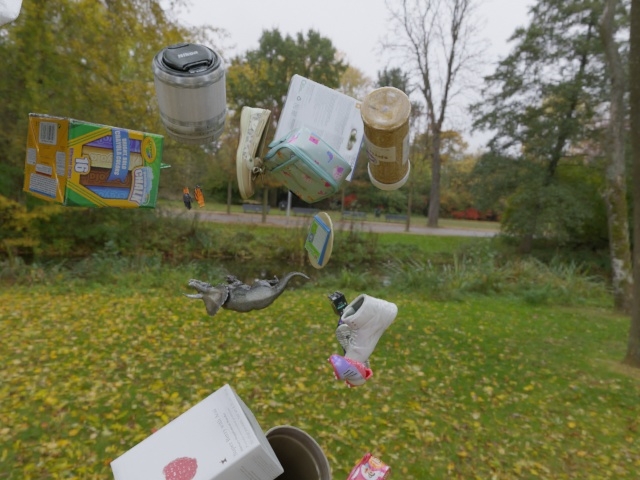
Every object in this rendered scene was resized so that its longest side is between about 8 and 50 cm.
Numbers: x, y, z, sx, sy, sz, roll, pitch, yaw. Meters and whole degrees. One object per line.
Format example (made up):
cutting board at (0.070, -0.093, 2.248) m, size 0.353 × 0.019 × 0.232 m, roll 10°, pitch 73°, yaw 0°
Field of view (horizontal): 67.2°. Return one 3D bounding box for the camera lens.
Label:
camera lens at (-0.419, -0.478, 1.566) m, size 0.220 × 0.274 × 0.219 m, roll 4°, pitch 49°, yaw -5°

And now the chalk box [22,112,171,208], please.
chalk box at (-0.490, -0.173, 1.114) m, size 0.180 × 0.179 × 0.289 m, roll 14°, pitch 9°, yaw 33°

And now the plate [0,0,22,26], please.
plate at (-0.633, -0.401, 0.812) m, size 0.278 × 0.277 × 0.045 m, roll -21°, pitch -37°, yaw 3°

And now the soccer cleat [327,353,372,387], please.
soccer cleat at (0.096, 0.411, 1.551) m, size 0.095 × 0.083 × 0.248 m, roll -28°, pitch -36°, yaw 4°

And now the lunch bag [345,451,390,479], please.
lunch bag at (0.142, 0.928, 1.731) m, size 0.120 × 0.293 × 0.258 m, roll 28°, pitch -27°, yaw 25°

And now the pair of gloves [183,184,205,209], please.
pair of gloves at (-0.417, -0.140, 1.577) m, size 0.083 × 0.074 × 0.010 m, roll -7°, pitch 8°, yaw 26°

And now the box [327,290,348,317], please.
box at (0.074, 0.254, 1.928) m, size 0.052 × 0.083 × 0.062 m, roll -29°, pitch 19°, yaw -17°

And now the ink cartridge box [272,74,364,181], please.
ink cartridge box at (0.001, -0.422, 1.855) m, size 0.331 × 0.323 × 0.071 m, roll 18°, pitch -6°, yaw -17°

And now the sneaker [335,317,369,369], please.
sneaker at (0.138, 0.423, 2.001) m, size 0.102 × 0.293 × 0.146 m, roll -11°, pitch 29°, yaw 8°

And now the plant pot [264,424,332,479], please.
plant pot at (-0.168, 0.920, 1.829) m, size 0.323 × 0.280 × 0.323 m, roll 31°, pitch 27°, yaw -18°

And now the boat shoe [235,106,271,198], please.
boat shoe at (-0.202, -0.266, 1.458) m, size 0.090 × 0.284 × 0.104 m, roll 3°, pitch -4°, yaw -1°

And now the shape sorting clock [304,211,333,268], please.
shape sorting clock at (0.000, 0.000, 1.746) m, size 0.041 × 0.206 × 0.206 m, roll 9°, pitch 2°, yaw -27°

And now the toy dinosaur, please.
toy dinosaur at (-0.185, 0.148, 1.274) m, size 0.314 × 0.120 × 0.160 m, roll 1°, pitch 12°, yaw -2°

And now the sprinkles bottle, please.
sprinkles bottle at (0.178, -0.256, 1.280) m, size 0.122 × 0.121 × 0.355 m, roll 5°, pitch -17°, yaw 11°

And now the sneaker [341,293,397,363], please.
sneaker at (0.126, 0.318, 1.720) m, size 0.169 × 0.292 × 0.108 m, roll 24°, pitch 15°, yaw -25°

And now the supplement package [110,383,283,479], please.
supplement package at (-0.265, 0.497, 1.055) m, size 0.293 × 0.175 × 0.177 m, roll -33°, pitch 47°, yaw -13°

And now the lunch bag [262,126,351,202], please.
lunch bag at (-0.054, -0.222, 1.444) m, size 0.224 × 0.107 × 0.279 m, roll 38°, pitch -17°, yaw -16°
